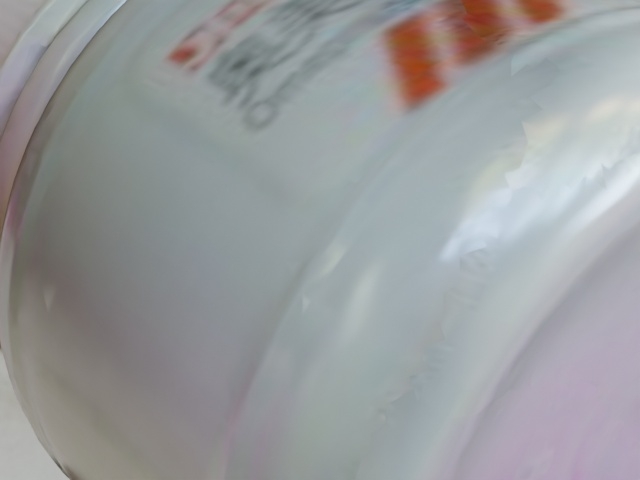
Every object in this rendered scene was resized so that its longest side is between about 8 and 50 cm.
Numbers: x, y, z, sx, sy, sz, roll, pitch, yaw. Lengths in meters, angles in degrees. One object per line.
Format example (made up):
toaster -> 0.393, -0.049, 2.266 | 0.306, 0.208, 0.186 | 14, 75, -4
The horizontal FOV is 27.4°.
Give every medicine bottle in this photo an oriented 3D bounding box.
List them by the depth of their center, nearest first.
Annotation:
medicine bottle -> 0.000, 0.000, 0.499 | 0.256, 0.325, 0.256 | -22, 128, -31
